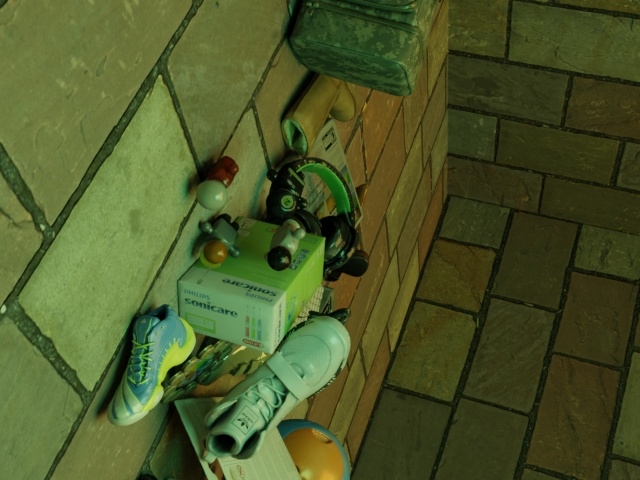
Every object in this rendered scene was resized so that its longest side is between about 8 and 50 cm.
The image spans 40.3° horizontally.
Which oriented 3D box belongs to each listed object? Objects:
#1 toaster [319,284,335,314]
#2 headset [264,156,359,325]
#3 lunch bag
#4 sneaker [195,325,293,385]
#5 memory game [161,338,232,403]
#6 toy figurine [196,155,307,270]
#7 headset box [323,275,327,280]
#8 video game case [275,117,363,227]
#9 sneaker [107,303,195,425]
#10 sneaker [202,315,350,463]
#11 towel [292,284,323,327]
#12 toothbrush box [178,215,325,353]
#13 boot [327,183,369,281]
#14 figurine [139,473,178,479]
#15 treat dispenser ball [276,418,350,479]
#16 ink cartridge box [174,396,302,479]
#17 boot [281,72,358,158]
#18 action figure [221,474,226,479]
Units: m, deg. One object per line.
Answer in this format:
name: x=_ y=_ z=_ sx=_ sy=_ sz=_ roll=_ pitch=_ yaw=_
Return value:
toaster: x=-0.035 y=0.216 z=2.397 sx=0.186 sy=0.110 sz=0.168 roll=-59 pitch=157 yaw=-46
headset: x=0.000 y=0.000 z=2.003 sx=0.243 sy=0.185 sz=0.394 roll=11 pitch=76 yaw=-44
lunch bag: x=0.103 y=-0.500 z=1.968 sx=0.212 sy=0.305 sz=0.256 roll=52 pitch=57 yaw=-73
sneaker: x=-0.138 y=0.282 z=1.908 sx=0.256 sy=0.151 sz=0.094 roll=-30 pitch=172 yaw=-28
memory game: x=-0.247 y=0.263 z=1.752 sx=0.186 sy=0.012 sz=0.186 roll=-41 pitch=165 yaw=-14
toy figurine: x=-0.133 y=-0.045 z=1.688 sx=0.148 sy=0.213 sz=0.209 roll=-77 pitch=174 yaw=-57
headset box: x=-0.010 y=0.074 z=2.413 sx=0.032 sy=0.083 sz=0.062 roll=26 pitch=79 yaw=-73
video game case: x=0.005 y=-0.117 z=2.228 sx=0.329 sy=0.036 sz=0.300 roll=-53 pitch=131 yaw=-54
sneaker: x=-0.317 y=0.207 z=1.544 sx=0.240 sy=0.091 sz=0.126 roll=-59 pitch=138 yaw=-45
sneaker: x=-0.093 y=0.306 z=1.719 sx=0.366 sy=0.137 sz=0.210 roll=-43 pitch=-179 yaw=26
towel: x=-0.110 y=0.199 z=2.124 sx=0.235 sy=0.121 sz=0.284 roll=39 pitch=60 yaw=-63
toothbrush box: x=-0.135 y=0.083 z=1.795 sx=0.283 sy=0.206 sz=0.122 roll=-53 pitch=152 yaw=-55
boot: x=0.101 y=-0.030 z=2.520 sx=0.264 sy=0.096 sz=0.280 roll=142 pitch=-31 yaw=-69
figurine: x=-0.252 y=0.558 z=1.762 sx=0.215 sy=0.209 sz=0.092 roll=56 pitch=55 yaw=-69
treat dispenser ball: x=-0.066 y=0.616 z=2.299 sx=0.288 sy=0.288 sz=0.288 roll=13 pitch=90 yaw=-74
ink cartridge box: x=-0.180 y=0.493 z=1.889 sx=0.308 sy=0.091 sz=0.385 roll=62 pitch=18 yaw=19
boot: x=-0.003 y=-0.305 z=2.149 sx=0.269 sy=0.089 sz=0.236 roll=-66 pitch=149 yaw=-33
action figure: x=-0.254 y=0.736 z=2.075 sx=0.275 sy=0.248 sz=0.370 roll=-30 pitch=137 yaw=-5
